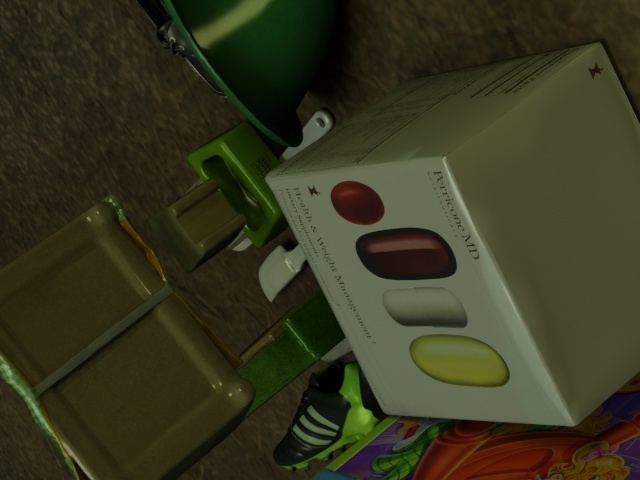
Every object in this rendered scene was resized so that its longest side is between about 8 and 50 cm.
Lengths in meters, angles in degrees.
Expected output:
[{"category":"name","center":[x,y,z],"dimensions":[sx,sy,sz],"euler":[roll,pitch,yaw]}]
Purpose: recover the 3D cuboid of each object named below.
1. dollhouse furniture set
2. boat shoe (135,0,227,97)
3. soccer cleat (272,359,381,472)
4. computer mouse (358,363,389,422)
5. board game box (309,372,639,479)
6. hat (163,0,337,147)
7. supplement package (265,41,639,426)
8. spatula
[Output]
[{"category":"dollhouse furniture set","center":[-0.133,0.073,1.449],"dimensions":[0.197,0.301,0.151],"euler":[52,144,1]},{"category":"boat shoe","center":[-0.111,-0.168,1.469],"dimensions":[0.142,0.040,0.049],"euler":[57,150,-5]},{"category":"soccer cleat","center":[0.007,0.148,1.617],"dimensions":[0.179,0.060,0.072],"euler":[-35,81,54]},{"category":"computer mouse","center":[0.074,0.147,1.507],"dimensions":[0.041,0.071,0.242],"euler":[16,136,30]},{"category":"board game box","center":[0.182,0.160,1.200],"dimensions":[0.347,0.233,0.078],"euler":[9,128,50]},{"category":"hat","center":[0.000,-0.185,1.314],"dimensions":[0.173,0.183,0.208],"euler":[57,-168,8]},{"category":"supplement package","center":[0.108,0.000,1.225],"dimensions":[0.203,0.149,0.194],"euler":[-5,116,57]},{"category":"spatula","center":[0.000,0.000,1.512],"dimensions":[0.168,0.019,0.242],"euler":[53,147,5]}]
